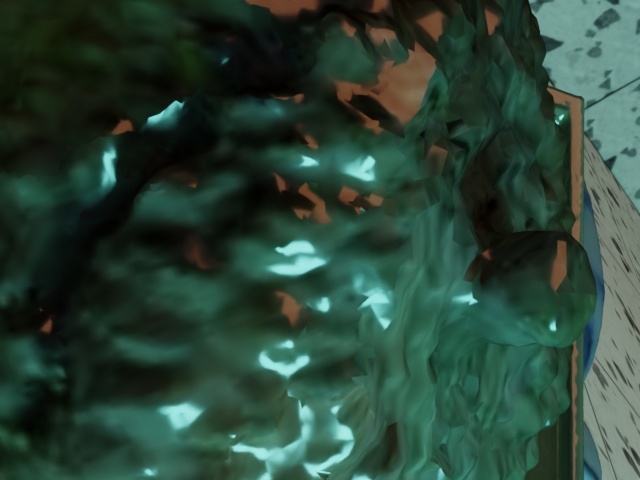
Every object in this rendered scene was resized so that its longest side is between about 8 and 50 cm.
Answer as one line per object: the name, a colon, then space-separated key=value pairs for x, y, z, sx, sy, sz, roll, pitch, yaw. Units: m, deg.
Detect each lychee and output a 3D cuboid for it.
lychee: x=-0.046 y=-0.005 z=0.534 sx=0.255 sy=0.274 sz=0.255 roll=-34 pitch=131 yaw=-51

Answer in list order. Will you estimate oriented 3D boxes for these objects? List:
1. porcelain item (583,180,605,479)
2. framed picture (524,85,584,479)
porcelain item: x=0.033 y=-0.034 z=0.999 sx=0.242 sy=0.178 sz=0.405 roll=46 pitch=24 yaw=-41
framed picture: x=0.000 y=0.000 z=0.755 sx=0.289 sy=0.016 sz=0.213 roll=16 pitch=67 yaw=-35
